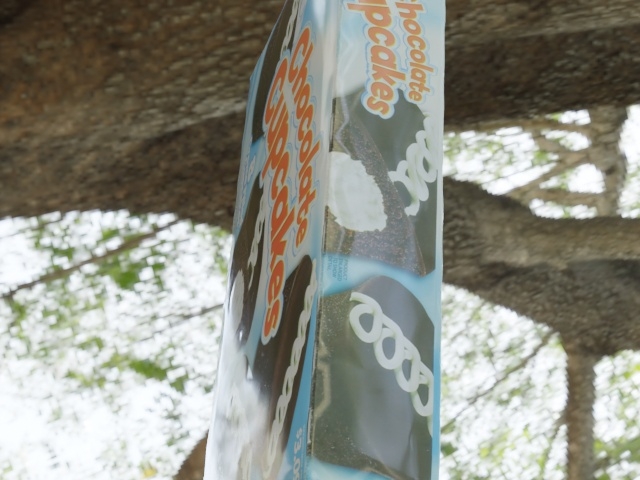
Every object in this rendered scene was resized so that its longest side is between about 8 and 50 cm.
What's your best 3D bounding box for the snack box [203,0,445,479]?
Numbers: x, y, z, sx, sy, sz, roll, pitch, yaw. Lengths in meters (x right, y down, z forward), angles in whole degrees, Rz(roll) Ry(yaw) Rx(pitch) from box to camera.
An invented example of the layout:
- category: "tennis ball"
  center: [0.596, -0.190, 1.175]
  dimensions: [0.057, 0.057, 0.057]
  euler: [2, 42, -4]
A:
- category: "snack box"
  center: [0.000, 0.000, 0.619]
  dimensions: [0.187, 0.060, 0.322]
  euler: [125, -26, -55]
